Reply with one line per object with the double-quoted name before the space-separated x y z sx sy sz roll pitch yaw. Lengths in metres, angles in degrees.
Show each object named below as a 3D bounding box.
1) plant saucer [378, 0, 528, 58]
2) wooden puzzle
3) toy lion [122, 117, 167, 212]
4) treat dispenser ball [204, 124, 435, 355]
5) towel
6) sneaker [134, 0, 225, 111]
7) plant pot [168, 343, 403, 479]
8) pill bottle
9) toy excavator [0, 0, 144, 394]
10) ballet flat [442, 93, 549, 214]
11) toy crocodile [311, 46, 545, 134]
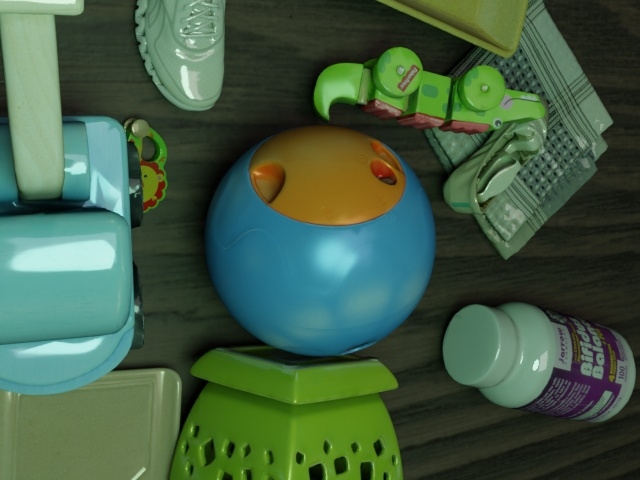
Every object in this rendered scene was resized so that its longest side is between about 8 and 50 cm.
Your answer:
"plant saucer" 0.176 -0.468 1.249 0.333 0.081 0.332 14 87 -31
"wooden puzzle" -0.298 0.271 1.072 0.239 0.044 0.220 1 95 -27
"toy lion" -0.228 -0.089 1.078 0.096 0.034 0.100 42 73 -35
"treat dispenser ball" 0.000 0.000 1.072 0.288 0.288 0.288 -4 98 -31
"towel" 0.329 -0.180 1.389 0.312 0.056 0.324 -45 116 -19
"sneaker" -0.162 -0.303 1.043 0.110 0.118 0.292 -12 103 -31
"plant pot" -0.037 0.245 1.096 0.228 0.227 0.207 3 92 -47
"pill bottle" 0.347 0.191 1.375 0.302 0.169 0.169 16 87 -32
"toy excavator" -0.259 -0.047 0.802 0.222 0.445 0.432 -3 97 -20
"ballet flat" 0.289 -0.131 1.307 0.248 0.086 0.086 -47 116 -15
"toy crocodile" 0.154 -0.199 1.216 0.341 0.115 0.105 7 89 -18
